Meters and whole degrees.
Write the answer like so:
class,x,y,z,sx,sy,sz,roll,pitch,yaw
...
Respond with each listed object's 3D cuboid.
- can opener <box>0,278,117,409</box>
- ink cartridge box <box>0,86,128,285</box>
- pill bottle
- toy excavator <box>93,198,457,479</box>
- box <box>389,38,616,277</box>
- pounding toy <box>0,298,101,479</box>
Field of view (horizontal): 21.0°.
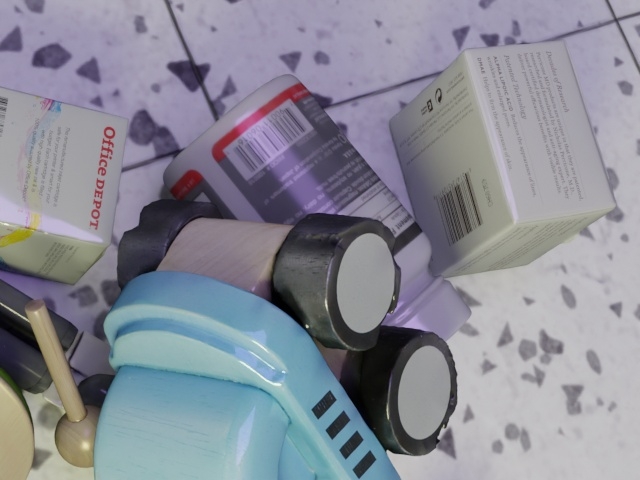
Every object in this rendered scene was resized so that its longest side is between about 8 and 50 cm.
class,x,y,z,sx,sy,sz,roll,pitch,yaw
can opener,-0.237,0.090,1.506,0.283,0.095,0.076,35,60,-20
ink cartridge box,-0.274,-0.051,1.529,0.176,0.127,0.128,14,67,-18
pill bottle,0.000,0.000,1.608,0.161,0.161,0.283,-39,90,-29
toy excavator,-0.073,0.247,1.411,0.445,0.222,0.433,-59,138,-29
box,0.175,-0.077,1.696,0.119,0.181,0.181,-8,75,-26
pounding toy,-0.303,0.133,1.456,0.237,0.110,0.183,-18,116,6
